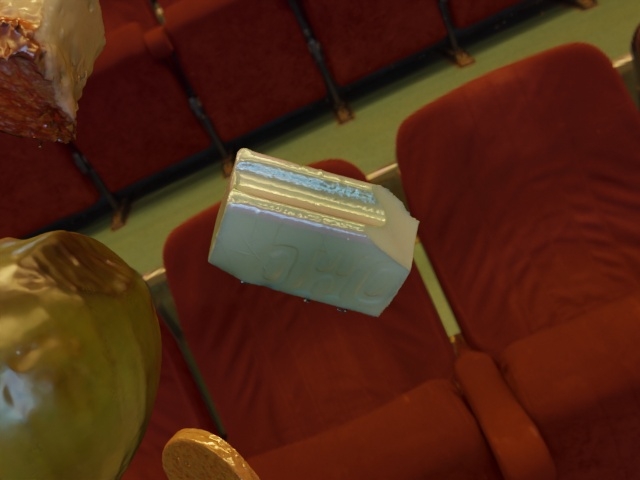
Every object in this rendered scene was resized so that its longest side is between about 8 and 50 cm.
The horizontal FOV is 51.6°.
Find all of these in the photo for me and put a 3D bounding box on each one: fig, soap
[{"bbox_3d":[-0.258,0.130,0.615,0.239,0.271,0.239,-14,13,3],"label":"fig"},{"bbox_3d":[0.000,0.000,0.735,0.230,0.145,0.091,14,52,-12],"label":"soap"}]

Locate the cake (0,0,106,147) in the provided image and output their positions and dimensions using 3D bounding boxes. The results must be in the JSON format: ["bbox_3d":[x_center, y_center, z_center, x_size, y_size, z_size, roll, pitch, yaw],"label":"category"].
[{"bbox_3d":[-0.219,-0.124,0.357,0.220,0.117,0.086,17,67,5],"label":"cake"}]

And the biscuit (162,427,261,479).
[{"bbox_3d":[-0.155,0.404,1.024,0.202,0.289,0.044,14,37,30],"label":"biscuit"}]
